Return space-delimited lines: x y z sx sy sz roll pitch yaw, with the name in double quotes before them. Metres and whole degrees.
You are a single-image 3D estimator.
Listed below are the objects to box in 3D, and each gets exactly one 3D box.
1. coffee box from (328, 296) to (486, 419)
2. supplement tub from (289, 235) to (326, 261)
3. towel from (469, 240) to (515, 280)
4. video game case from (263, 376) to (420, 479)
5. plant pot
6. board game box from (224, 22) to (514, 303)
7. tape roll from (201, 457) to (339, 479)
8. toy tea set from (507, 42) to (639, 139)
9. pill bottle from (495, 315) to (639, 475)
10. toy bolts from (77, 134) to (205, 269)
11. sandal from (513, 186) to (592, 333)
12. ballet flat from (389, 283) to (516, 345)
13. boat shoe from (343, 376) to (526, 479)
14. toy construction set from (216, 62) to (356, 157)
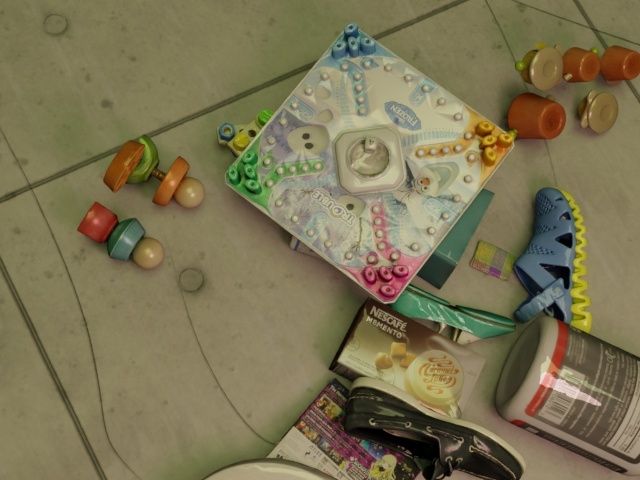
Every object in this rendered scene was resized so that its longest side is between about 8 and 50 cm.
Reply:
"coffee box" 0.159 0.228 1.720 0.247 0.098 0.141 28 72 0
"supplement tub" 0.000 0.000 1.780 0.107 0.071 0.071 20 72 -1
"towel" 0.343 0.040 1.850 0.083 0.009 0.060 23 71 -2
"video game case" 0.045 0.396 1.662 0.232 0.042 0.210 41 59 5
"plant pot" 0.177 -0.050 1.779 0.234 0.165 0.165 29 72 7
"board game box" 0.088 -0.150 1.687 0.390 0.050 0.390 37 81 9
"tape roll" -0.090 0.560 1.551 0.392 0.072 0.391 0 85 2
"toy tea set" 0.513 -0.316 1.932 0.336 0.124 0.199 -10 109 -29
"pill bottle" 0.523 0.300 1.695 0.363 0.210 0.210 25 72 -1
"toy bolts" -0.320 -0.060 1.696 0.159 0.218 0.228 32 90 -4
"sandal" 0.441 0.045 1.808 0.138 0.126 0.317 1 72 -4
"ballet flat" 0.245 0.154 1.775 0.248 0.083 0.087 19 96 -2
"boat shoe" 0.194 0.363 1.631 0.340 0.127 0.113 30 53 -3
"toy construction set" -0.019 -0.216 1.811 0.328 0.151 0.215 -35 81 -5
